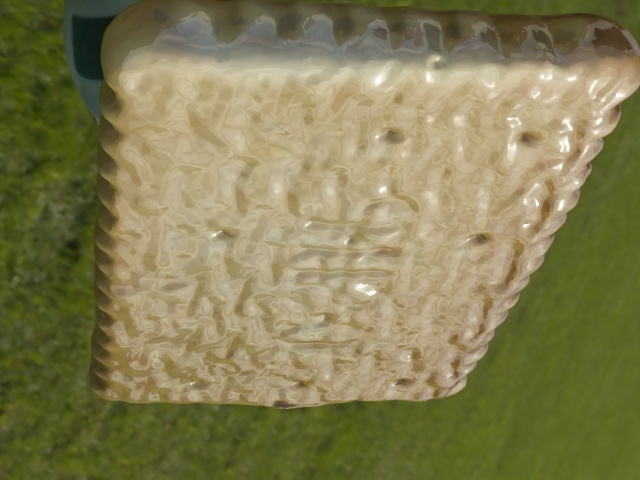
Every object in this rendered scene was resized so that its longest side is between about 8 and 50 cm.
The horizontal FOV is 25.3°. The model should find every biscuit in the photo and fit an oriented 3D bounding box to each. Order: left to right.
[{"bbox_3d":[0.000,-0.001,0.496,0.250,0.160,0.030,105,-17,-60],"label":"biscuit"}]

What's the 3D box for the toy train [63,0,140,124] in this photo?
[{"bbox_3d":[-0.124,-0.273,1.062,0.088,0.086,0.407,59,33,-55],"label":"toy train"}]
